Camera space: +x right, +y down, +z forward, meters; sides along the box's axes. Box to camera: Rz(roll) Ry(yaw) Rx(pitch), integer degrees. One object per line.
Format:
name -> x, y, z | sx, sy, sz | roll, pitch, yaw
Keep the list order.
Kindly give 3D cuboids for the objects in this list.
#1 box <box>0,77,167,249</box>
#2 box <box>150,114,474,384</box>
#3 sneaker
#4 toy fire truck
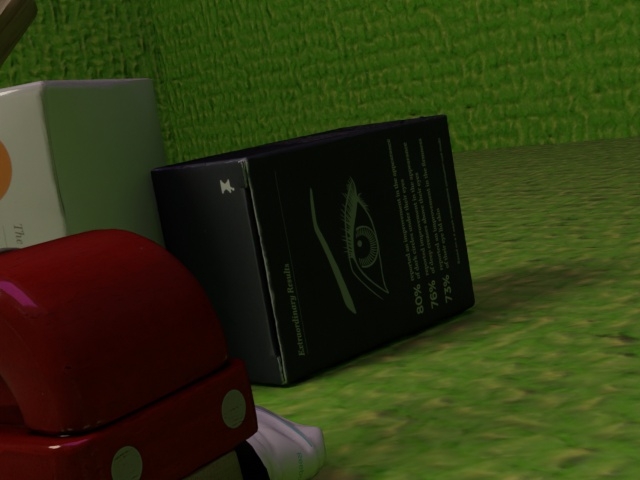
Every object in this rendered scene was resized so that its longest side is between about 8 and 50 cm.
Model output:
box -> -0.287, 0.017, 0.774 | 0.345, 0.215, 0.168 | -6, 8, 16
box -> 0.000, 0.000, 0.792 | 0.207, 0.153, 0.108 | -15, 9, -42
sneaker -> -0.061, 0.101, 0.539 | 0.061, 0.054, 0.152 | -4, 8, -45
toy fire truck -> -0.133, 0.021, 0.449 | 0.217, 0.246, 0.158 | -4, 10, 35
